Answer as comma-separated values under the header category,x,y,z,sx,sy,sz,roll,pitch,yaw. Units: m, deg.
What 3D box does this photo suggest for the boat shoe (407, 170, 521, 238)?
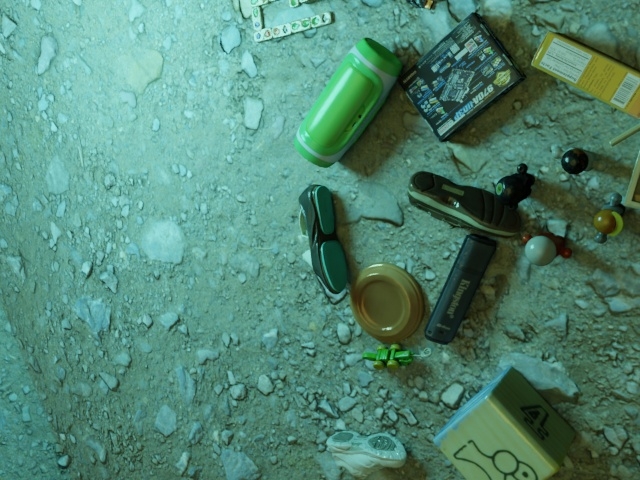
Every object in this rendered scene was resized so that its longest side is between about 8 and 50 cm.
category,x,y,z,sx,sy,sz,roll,pitch,yaw
boat shoe,0.313,-0.067,1.423,0.257,0.095,0.095,29,148,17

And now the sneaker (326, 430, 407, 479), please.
category,x,y,z,sx,sy,sz,roll,pitch,yaw
sneaker,0.127,0.561,1.656,0.232,0.090,0.115,-4,104,41

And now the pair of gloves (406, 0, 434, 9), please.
category,x,y,z,sx,sy,sz,roll,pitch,yaw
pair of gloves,0.224,-0.555,1.414,0.074,0.010,0.083,27,115,23

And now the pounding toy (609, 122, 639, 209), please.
category,x,y,z,sx,sy,sz,roll,pitch,yaw
pounding toy,0.631,-0.159,1.191,0.181,0.094,0.206,18,108,27

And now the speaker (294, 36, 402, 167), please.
category,x,y,z,sx,sy,sz,roll,pitch,yaw
speaker,0.060,-0.314,1.494,0.131,0.131,0.297,46,119,16

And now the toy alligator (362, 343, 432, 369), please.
category,x,y,z,sx,sy,sz,roll,pitch,yaw
toy alligator,0.193,0.290,1.577,0.189,0.056,0.051,-9,137,31

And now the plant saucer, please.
category,x,y,z,sx,sy,sz,roll,pitch,yaw
plant saucer,0.156,0.155,1.579,0.199,0.037,0.200,7,104,31

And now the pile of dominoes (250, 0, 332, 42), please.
category,x,y,z,sx,sy,sz,roll,pitch,yaw
pile of dominoes,-0.082,-0.608,1.574,0.251,0.040,0.196,-4,98,32

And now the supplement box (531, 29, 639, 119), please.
category,x,y,z,sx,sy,sz,roll,pitch,yaw
supplement box,0.529,-0.319,1.234,0.233,0.078,0.080,38,120,21

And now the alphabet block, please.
category,x,y,z,sx,sy,sz,roll,pitch,yaw
alphabet block,0.397,0.424,1.391,0.197,0.193,0.192,48,121,15

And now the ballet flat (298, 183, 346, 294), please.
category,x,y,z,sx,sy,sz,roll,pitch,yaw
ballet flat,0.000,0.000,1.620,0.096,0.095,0.281,-14,82,42

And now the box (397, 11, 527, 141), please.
category,x,y,z,sx,sy,sz,roll,pitch,yaw
box,0.298,-0.347,1.385,0.220,0.051,0.175,-39,79,31

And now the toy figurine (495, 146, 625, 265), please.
category,x,y,z,sx,sy,sz,roll,pitch,yaw
toy figurine,0.475,-0.072,1.272,0.209,0.148,0.213,-26,85,33

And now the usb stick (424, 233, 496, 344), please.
category,x,y,z,sx,sy,sz,roll,pitch,yaw
usb stick,0.314,0.112,1.457,0.077,0.045,0.278,15,112,-12
